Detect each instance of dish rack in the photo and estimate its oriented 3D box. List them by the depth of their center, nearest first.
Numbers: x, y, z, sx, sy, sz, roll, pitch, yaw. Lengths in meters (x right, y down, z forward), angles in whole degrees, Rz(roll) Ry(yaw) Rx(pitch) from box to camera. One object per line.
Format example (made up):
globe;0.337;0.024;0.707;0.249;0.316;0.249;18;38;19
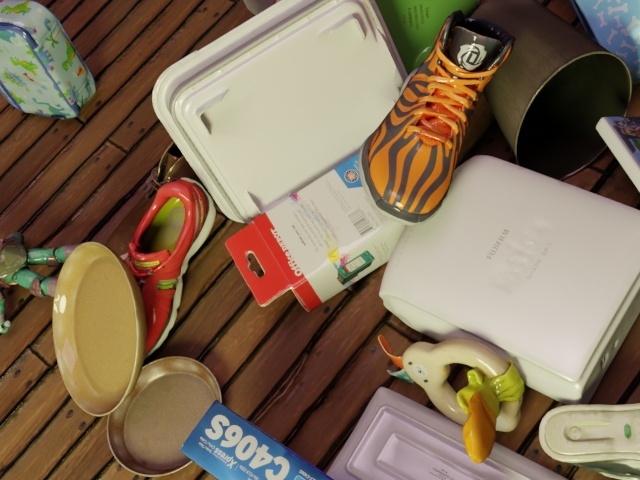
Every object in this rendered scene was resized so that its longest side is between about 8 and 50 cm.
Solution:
dish rack;-0.030;-0.177;1.296;0.333;0.285;0.072;-32;37;-1

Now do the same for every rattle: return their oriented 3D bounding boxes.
rattle;0.126;0.186;1.105;0.199;0.130;0.143;17;56;27

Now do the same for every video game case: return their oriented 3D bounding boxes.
video game case;0.459;-0.078;1.157;0.183;0.023;0.201;-4;51;-23

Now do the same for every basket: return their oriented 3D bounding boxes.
basket;0.293;-0.229;1.286;0.154;0.204;0.227;-4;44;-19

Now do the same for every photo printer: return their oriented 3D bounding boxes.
photo printer;0.242;0.035;1.176;0.307;0.107;0.256;26;71;31

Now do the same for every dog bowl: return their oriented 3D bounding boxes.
dog bowl;0.395;-0.335;1.321;0.074;0.166;0.297;-27;54;17

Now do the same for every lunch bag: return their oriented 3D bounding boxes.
lunch bag;-0.496;-0.305;1.597;0.176;0.219;0.090;13;59;26

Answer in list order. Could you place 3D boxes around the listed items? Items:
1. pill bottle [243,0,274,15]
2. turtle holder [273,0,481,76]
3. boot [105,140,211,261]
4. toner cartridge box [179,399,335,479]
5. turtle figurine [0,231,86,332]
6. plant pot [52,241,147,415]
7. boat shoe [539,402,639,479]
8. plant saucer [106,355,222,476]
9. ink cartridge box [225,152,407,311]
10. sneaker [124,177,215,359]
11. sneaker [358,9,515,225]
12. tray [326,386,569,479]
pill bottle;-0.069;-0.492;1.604;0.131;0.131;0.229;-6;58;17
turtle holder;0.075;-0.360;1.406;0.320;0.243;0.227;-40;37;5
boot;-0.233;-0.074;1.420;0.112;0.115;0.305;35;78;31
toner cartridge box;0.013;0.317;1.054;0.348;0.165;0.075;27;73;32
turtle figurine;-0.472;0.051;1.437;0.234;0.118;0.175;2;64;13
plant pot;-0.299;0.119;1.291;0.236;0.032;0.236;2;93;49
boat shoe;0.362;0.223;1.030;0.233;0.079;0.084;0;63;24
plant saucer;-0.206;0.238;1.268;0.168;0.029;0.168;-9;56;14
ink cartridge box;0.000;0.000;1.306;0.231;0.078;0.134;-32;55;-1
sneaker;-0.244;0.039;1.317;0.107;0.118;0.279;21;89;10
sneaker;0.146;-0.176;1.178;0.124;0.180;0.321;23;50;-5
tray;0.142;0.282;1.109;0.270;0.030;0.145;23;71;31
